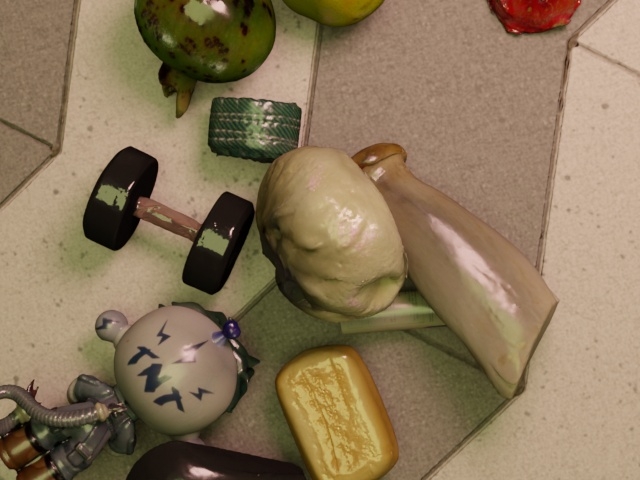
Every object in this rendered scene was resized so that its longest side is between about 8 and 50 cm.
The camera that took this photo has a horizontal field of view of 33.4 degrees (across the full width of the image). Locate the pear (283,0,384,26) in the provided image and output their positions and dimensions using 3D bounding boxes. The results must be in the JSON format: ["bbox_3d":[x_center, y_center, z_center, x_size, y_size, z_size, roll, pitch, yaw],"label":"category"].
[{"bbox_3d":[0.015,-0.397,1.516,0.187,0.220,0.187,0,94,5],"label":"pear"}]

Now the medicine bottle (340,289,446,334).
[{"bbox_3d":[0.144,0.103,1.595,0.231,0.059,0.059,-4,91,3],"label":"medicine bottle"}]

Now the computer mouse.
[{"bbox_3d":[-0.149,0.388,1.532,0.269,0.100,0.170,15,117,-25],"label":"computer mouse"}]

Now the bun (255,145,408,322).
[{"bbox_3d":[-0.001,-0.004,1.481,0.168,0.273,0.273,-25,89,-21],"label":"bun"}]

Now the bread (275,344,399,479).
[{"bbox_3d":[0.025,0.261,1.584,0.147,0.098,0.217,-19,87,4],"label":"bread"}]

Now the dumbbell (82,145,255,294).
[{"bbox_3d":[-0.220,-0.028,1.568,0.218,0.152,0.152,25,92,2],"label":"dumbbell"}]

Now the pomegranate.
[{"bbox_3d":[-0.176,-0.302,1.544,0.211,0.211,0.263,32,113,2],"label":"pomegranate"}]

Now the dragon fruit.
[{"bbox_3d":[0.315,-0.378,1.555,0.153,0.111,0.153,0,90,7],"label":"dragon fruit"}]

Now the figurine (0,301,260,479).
[{"bbox_3d":[-0.272,0.234,1.562,0.382,0.186,0.261,-33,99,-2],"label":"figurine"}]

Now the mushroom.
[{"bbox_3d":[0.192,0.023,1.522,0.154,0.137,0.407,-39,78,3],"label":"mushroom"}]

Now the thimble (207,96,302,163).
[{"bbox_3d":[-0.098,-0.163,1.574,0.135,0.118,0.090,7,90,3],"label":"thimble"}]
